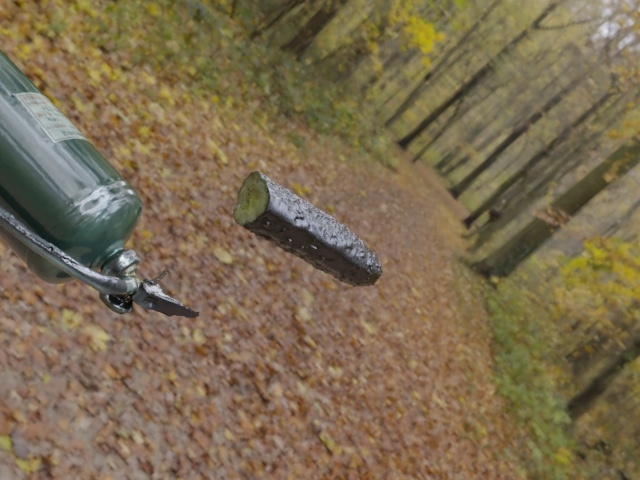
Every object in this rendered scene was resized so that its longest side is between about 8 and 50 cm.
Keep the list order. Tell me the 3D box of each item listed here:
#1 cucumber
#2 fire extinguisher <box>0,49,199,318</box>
[{"bbox_3d":[0.002,0.000,1.079,0.300,0.072,0.072,30,20,-47],"label":"cucumber"},{"bbox_3d":[-0.201,-0.045,0.573,0.294,0.093,0.118,46,13,6],"label":"fire extinguisher"}]
